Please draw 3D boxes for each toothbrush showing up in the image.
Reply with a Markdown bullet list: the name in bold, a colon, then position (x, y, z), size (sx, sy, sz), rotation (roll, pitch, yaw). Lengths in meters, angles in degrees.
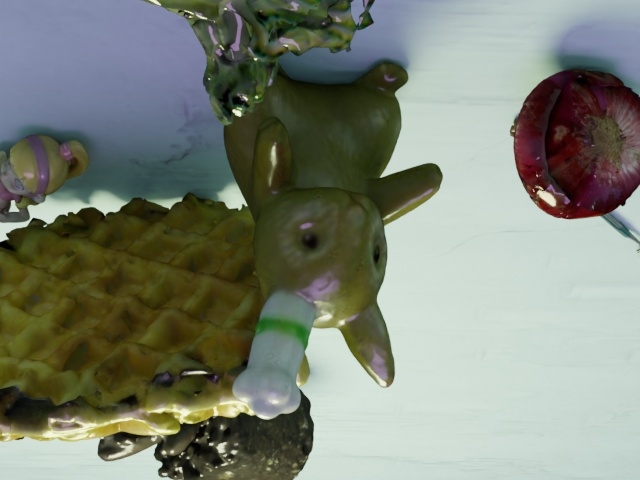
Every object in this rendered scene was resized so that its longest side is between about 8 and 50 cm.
- **toothbrush**: position (0.334, -0.013, 1.533), size (0.014, 0.011, 0.167), rotation (-16, 146, 36)

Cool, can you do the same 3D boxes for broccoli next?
- **broccoli**: position (-0.097, -0.186, 1.039), size (0.275, 0.177, 0.198), rotation (-29, 137, -31)

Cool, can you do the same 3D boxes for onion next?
- **onion**: position (0.234, -0.095, 1.319), size (0.150, 0.150, 0.140), rotation (21, 174, -29)

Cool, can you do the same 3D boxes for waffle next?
- **waffle**: position (-0.199, 0.069, 1.356), size (0.382, 0.379, 0.095), rotation (-7, 122, -3)

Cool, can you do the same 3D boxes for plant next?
- **plant**: position (-0.155, 0.217, 1.769), size (0.194, 0.181, 0.321), rotation (-25, 145, 35)

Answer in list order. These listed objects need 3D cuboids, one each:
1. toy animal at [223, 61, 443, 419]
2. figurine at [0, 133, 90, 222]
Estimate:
- **toy animal**: position (0.006, -0.018, 1.227), size (0.181, 0.363, 0.180), rotation (10, 133, -22)
- **figurine**: position (-0.316, -0.055, 1.426), size (0.083, 0.083, 0.187), rotation (24, 135, -33)
